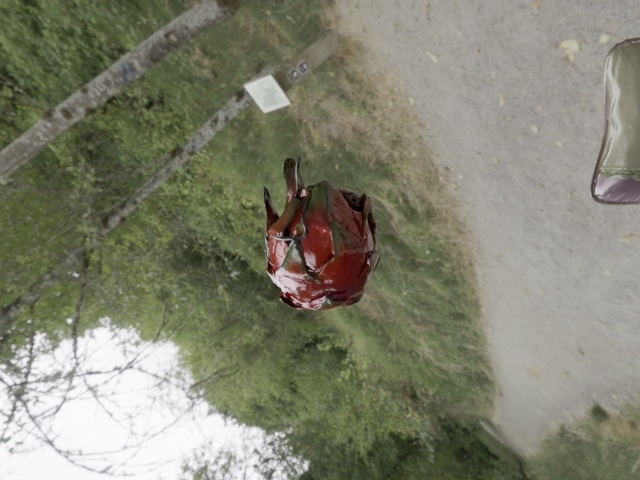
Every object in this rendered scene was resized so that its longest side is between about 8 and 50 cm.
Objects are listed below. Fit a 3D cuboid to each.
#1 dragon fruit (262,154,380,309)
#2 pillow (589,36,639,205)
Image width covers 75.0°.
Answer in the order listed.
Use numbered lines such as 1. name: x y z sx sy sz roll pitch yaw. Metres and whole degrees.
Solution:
1. dragon fruit: 0.000 0.000 0.675 0.193 0.192 0.274 -91 -6 -58
2. pillow: 0.462 -0.162 0.588 0.038 0.130 0.233 -40 -48 -70
